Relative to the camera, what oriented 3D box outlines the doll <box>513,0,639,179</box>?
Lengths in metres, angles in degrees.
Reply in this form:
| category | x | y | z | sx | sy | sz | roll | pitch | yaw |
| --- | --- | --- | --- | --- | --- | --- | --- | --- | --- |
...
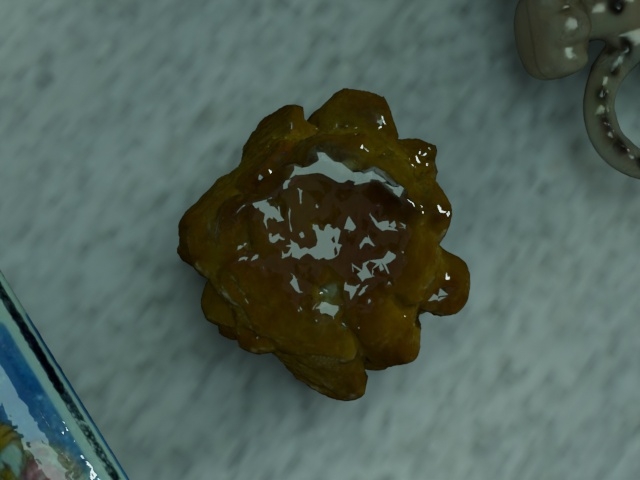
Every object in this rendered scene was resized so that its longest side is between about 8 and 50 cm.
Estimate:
| category | x | y | z | sx | sy | sz | roll | pitch | yaw |
| --- | --- | --- | --- | --- | --- | --- | --- | --- | --- |
| doll | 0.218 | -0.129 | 0.754 | 0.278 | 0.119 | 0.154 | -19 | 93 | -11 |

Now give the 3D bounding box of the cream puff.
| category | x | y | z | sx | sy | sz | roll | pitch | yaw |
| --- | --- | --- | --- | --- | --- | --- | --- | --- | --- |
| cream puff | 0.000 | 0.000 | 0.682 | 0.116 | 0.094 | 0.122 | -2 | 98 | -9 |

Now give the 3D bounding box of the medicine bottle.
| category | x | y | z | sx | sy | sz | roll | pitch | yaw |
| --- | --- | --- | --- | --- | --- | --- | --- | --- | --- |
| medicine bottle | -0.131 | 0.048 | 0.658 | 0.051 | 0.051 | 0.191 | -30 | 81 | -18 |
